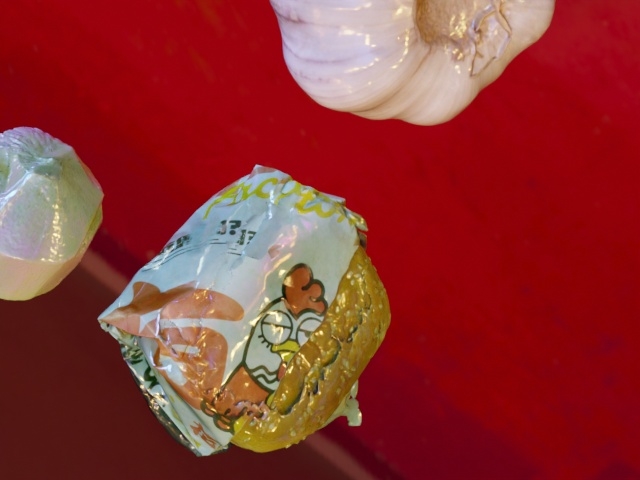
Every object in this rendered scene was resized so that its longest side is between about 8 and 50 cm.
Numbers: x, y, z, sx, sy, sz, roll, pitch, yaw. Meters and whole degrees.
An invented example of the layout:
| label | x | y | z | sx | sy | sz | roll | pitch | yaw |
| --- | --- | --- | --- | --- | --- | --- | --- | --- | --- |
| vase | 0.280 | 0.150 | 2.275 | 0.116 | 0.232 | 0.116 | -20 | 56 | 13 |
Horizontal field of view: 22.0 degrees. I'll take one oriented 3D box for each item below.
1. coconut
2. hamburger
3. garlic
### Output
| label | x | y | z | sx | sy | sz | roll | pitch | yaw |
| --- | --- | --- | --- | --- | --- | --- | --- | --- | --- |
| coconut | -0.152 | -0.017 | 0.853 | 0.083 | 0.082 | 0.081 | -6 | 152 | -31 |
| hamburger | -0.032 | 0.073 | 1.250 | 0.214 | 0.125 | 0.235 | -39 | 112 | -18 |
| garlic | 0.035 | -0.184 | 1.095 | 0.199 | 0.226 | 0.199 | -12 | 114 | -28 |
